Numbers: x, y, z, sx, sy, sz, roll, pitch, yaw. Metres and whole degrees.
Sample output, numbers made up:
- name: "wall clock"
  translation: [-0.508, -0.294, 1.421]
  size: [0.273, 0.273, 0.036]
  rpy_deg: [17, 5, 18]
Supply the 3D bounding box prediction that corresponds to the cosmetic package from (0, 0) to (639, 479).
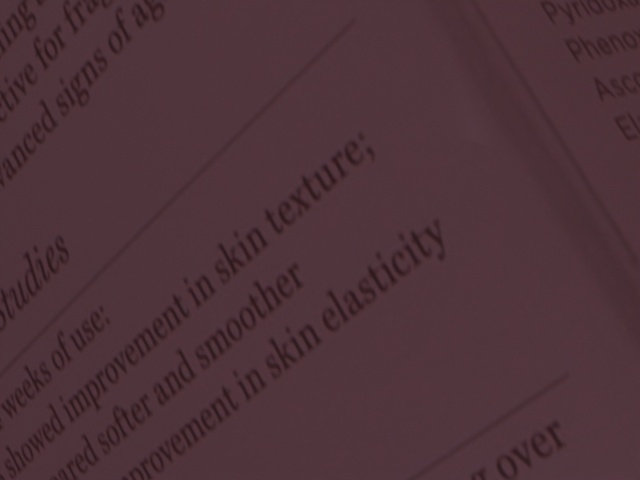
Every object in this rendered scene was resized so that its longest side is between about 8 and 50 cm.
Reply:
- name: "cosmetic package"
  translation: [0.031, -0.045, 0.668]
  size: [0.327, 0.393, 0.329]
  rpy_deg: [-17, 163, -45]
